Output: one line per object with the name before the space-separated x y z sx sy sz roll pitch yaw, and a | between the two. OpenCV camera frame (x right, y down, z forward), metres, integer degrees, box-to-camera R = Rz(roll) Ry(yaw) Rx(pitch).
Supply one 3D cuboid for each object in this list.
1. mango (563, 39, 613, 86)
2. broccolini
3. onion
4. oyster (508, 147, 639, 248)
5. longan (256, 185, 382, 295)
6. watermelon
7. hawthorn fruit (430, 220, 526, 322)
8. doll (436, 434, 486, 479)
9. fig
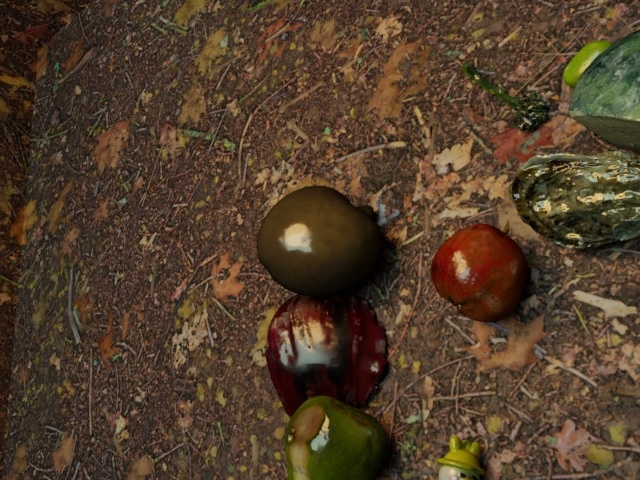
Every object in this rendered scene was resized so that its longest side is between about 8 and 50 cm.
mango | 0.521 -0.341 1.265 0.108 0.056 0.073 -38 49 39
broccolini | 0.379 -0.318 1.379 0.071 0.057 0.254 -25 52 -19
onion | -0.001 0.231 1.452 0.280 0.146 0.314 -18 60 31
oyster | 0.509 -0.077 1.138 0.351 0.162 0.158 0 44 31
longan | 0.000 0.000 1.464 0.300 0.300 0.243 34 138 42
watermelon | 0.592 -0.233 1.090 0.387 0.258 0.228 -42 16 -35
hawthorn fruit | 0.312 0.048 1.240 0.179 0.179 0.200 27 72 42
doll | 0.243 0.477 1.168 0.135 0.098 0.240 6 65 15
fig | 0.003 0.459 1.313 0.206 0.206 0.274 19 80 42
